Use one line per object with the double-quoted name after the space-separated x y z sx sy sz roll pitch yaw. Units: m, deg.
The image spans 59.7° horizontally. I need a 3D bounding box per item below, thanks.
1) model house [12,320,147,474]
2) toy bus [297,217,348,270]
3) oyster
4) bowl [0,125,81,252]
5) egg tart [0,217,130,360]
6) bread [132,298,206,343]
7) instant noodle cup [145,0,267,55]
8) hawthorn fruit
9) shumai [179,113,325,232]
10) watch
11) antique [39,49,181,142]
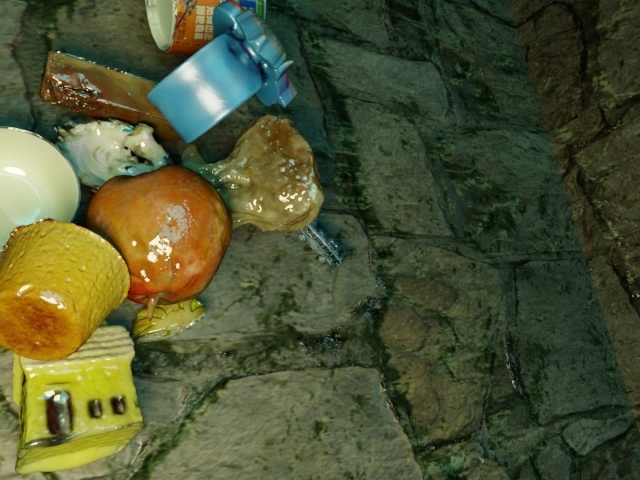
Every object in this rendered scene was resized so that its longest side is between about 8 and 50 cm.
-0.433 0.259 0.979 0.193 0.175 0.234 -1 54 -33 "model house"
0.000 0.000 1.424 0.166 0.065 0.047 48 52 -8 "toy bus"
-0.426 -0.179 1.183 0.259 0.092 0.198 -13 70 -33 "oyster"
-0.576 -0.076 1.019 0.237 0.126 0.238 13 65 -31 "bowl"
-0.432 0.083 0.910 0.215 0.215 0.171 32 28 -20 "egg tart"
-0.309 0.150 1.152 0.157 0.083 0.094 -1 61 -34 "bread"
-0.282 -0.564 1.328 0.213 0.296 0.297 -13 80 -29 "instant noodle cup"
-0.305 0.016 1.073 0.276 0.277 0.298 14 57 -30 "hawthorn fruit"
-0.163 -0.134 1.226 0.262 0.267 0.314 -14 40 -35 "shumai"
-0.203 -0.326 1.145 0.274 0.305 0.241 -41 106 -9 "watch"
-0.446 -0.312 1.226 0.309 0.087 0.094 13 66 -31 "antique"
